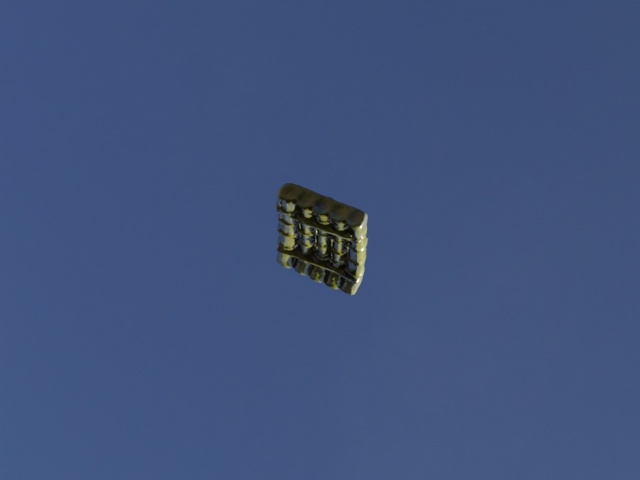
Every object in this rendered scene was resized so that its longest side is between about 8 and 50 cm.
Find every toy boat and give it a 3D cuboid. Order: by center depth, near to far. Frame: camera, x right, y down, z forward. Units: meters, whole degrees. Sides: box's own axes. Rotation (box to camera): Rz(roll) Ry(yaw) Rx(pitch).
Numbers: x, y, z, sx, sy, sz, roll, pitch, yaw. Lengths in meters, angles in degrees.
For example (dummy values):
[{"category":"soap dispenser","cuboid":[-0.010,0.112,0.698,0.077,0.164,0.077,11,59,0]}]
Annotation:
[{"category":"toy boat","cuboid":[0.000,0.000,1.168,0.063,0.016,0.115,22,-21,9]}]
